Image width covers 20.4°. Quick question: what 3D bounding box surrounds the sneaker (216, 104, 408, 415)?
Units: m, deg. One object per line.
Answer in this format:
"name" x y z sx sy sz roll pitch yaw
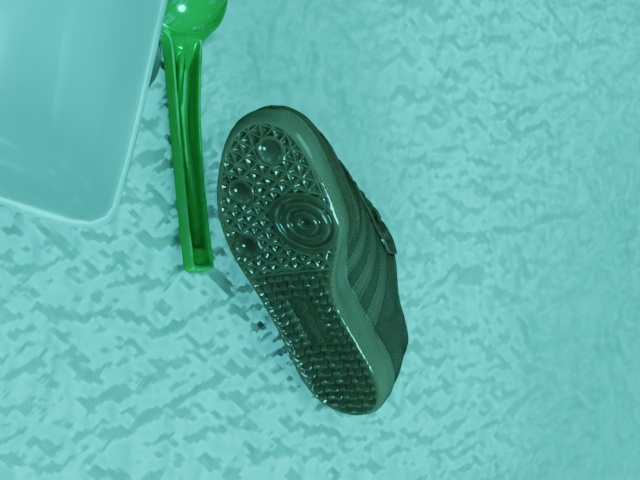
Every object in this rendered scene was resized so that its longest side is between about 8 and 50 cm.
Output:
"sneaker" 0.000 0.000 0.900 0.071 0.066 0.188 -62 146 -45

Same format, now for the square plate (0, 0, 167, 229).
"square plate" -0.213 -0.211 0.752 0.344 0.049 0.347 17 77 -20

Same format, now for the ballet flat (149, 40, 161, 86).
"ballet flat" -0.157 -0.168 0.832 0.084 0.058 0.250 -36 101 -20

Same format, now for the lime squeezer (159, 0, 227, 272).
"lime squeezer" -0.047 -0.145 0.880 0.059 0.110 0.310 -11 123 -52
